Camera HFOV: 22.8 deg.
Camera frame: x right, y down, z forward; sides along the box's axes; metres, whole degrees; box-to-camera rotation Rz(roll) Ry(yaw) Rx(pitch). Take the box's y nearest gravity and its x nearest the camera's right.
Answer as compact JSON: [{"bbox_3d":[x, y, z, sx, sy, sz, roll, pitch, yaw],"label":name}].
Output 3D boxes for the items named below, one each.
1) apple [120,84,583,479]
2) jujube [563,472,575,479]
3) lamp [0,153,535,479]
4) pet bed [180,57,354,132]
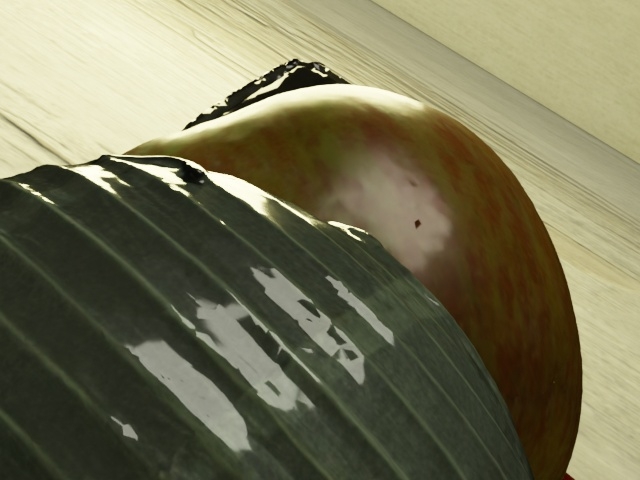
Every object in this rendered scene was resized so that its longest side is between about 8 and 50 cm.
[{"bbox_3d":[-0.005,0.067,0.722,0.264,0.264,0.264,27,17,-9],"label":"apple"},{"bbox_3d":[0.100,0.165,0.871,0.112,0.109,0.176,60,-2,-29],"label":"jujube"},{"bbox_3d":[-0.054,0.098,0.489,0.265,0.233,0.233,62,1,-28],"label":"lamp"},{"bbox_3d":[0.000,0.000,1.126,0.211,0.159,0.183,33,43,15],"label":"pet bed"}]
